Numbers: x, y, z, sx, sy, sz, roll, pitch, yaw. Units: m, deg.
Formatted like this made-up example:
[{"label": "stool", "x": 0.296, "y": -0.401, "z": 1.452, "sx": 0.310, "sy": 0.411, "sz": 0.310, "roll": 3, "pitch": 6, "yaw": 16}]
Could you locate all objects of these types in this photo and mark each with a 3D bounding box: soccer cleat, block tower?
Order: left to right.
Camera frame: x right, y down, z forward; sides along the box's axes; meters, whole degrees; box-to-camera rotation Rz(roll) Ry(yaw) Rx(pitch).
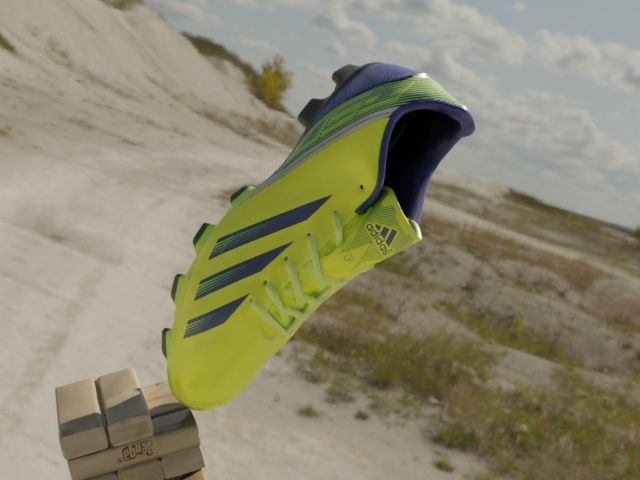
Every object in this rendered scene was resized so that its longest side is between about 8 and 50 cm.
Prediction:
[{"label": "block tower", "x": -0.111, "y": 0.266, "z": 0.654, "sx": 0.090, "sy": 0.336, "sz": 0.097, "roll": -14, "pitch": 17, "yaw": -14}, {"label": "soccer cleat", "x": 0.000, "y": -0.001, "z": 0.610, "sx": 0.121, "sy": 0.289, "sz": 0.093, "roll": 27, "pitch": -14, "yaw": 33}]
